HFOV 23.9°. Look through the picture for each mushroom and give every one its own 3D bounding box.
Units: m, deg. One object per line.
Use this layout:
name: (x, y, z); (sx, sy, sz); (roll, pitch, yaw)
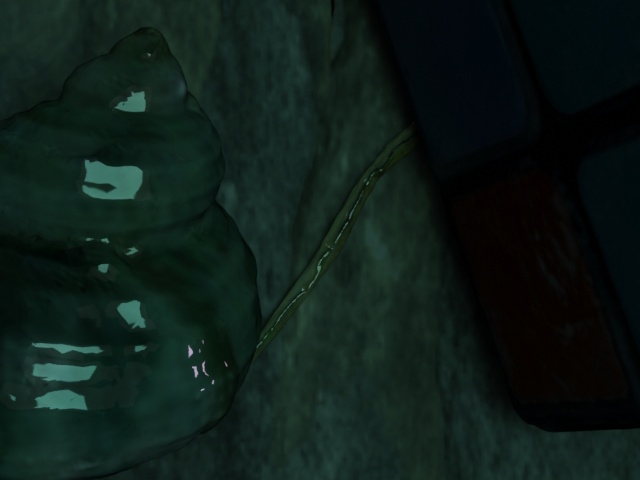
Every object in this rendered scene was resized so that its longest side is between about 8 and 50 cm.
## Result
mushroom: (0.002, 0.003, 0.876); (0.026, 0.028, 0.286); (34, 72, 33)

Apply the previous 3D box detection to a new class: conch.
conch: (-0.135, 0.022, 0.768); (0.220, 0.195, 0.277); (33, 104, 17)

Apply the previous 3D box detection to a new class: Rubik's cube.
Rubik's cube: (0.247, -0.097, 0.788); (0.313, 0.316, 0.318); (-21, 89, -21)
